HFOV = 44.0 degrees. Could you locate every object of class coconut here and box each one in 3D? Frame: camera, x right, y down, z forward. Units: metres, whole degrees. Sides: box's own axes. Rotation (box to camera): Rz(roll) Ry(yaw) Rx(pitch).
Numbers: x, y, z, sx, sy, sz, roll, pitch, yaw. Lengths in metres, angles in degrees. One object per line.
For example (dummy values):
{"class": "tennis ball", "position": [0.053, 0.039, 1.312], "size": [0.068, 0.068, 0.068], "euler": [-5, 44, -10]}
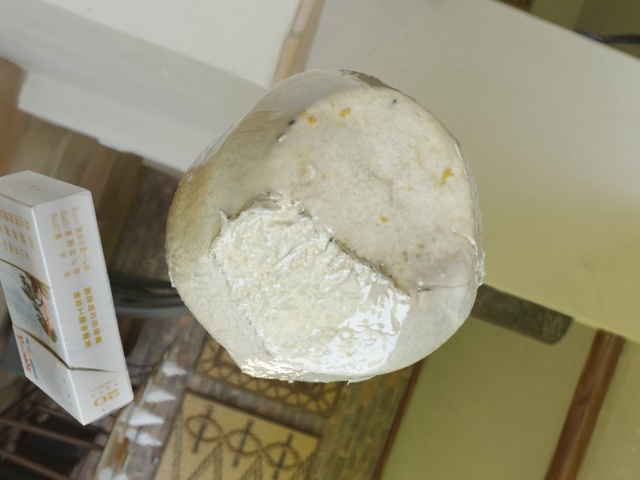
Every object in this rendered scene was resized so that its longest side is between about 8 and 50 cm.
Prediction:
{"class": "coconut", "position": [0.000, 0.000, 0.918], "size": [0.360, 0.346, 0.346], "euler": [-35, -147, 64]}

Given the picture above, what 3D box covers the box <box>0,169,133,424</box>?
{"class": "box", "position": [-0.273, 0.054, 0.815], "size": [0.149, 0.067, 0.233], "euler": [18, -59, 48]}
